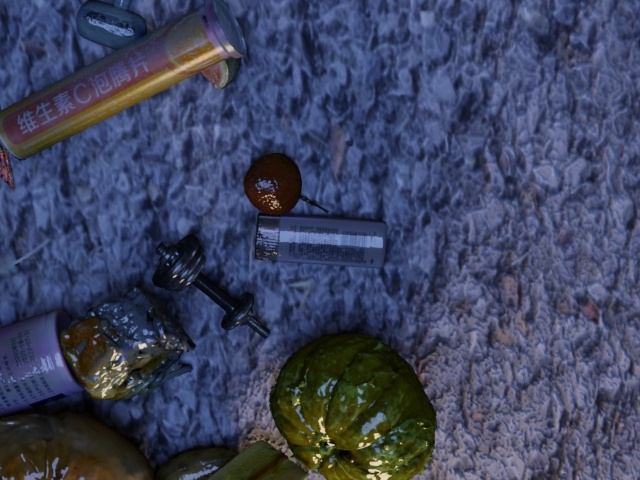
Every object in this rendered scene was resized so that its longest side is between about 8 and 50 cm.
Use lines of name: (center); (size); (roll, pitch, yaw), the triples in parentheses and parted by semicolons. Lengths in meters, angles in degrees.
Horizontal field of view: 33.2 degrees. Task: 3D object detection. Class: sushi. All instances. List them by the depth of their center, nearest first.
sushi: (-0.323, 0.180, 1.839); (0.184, 0.274, 0.139); (-37, 75, 1)

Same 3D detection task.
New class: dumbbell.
dumbbell: (-0.187, 0.091, 1.878); (0.254, 0.110, 0.110); (42, 98, -18)

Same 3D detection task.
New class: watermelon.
watermelon: (-0.165, -0.305, 1.787); (0.072, 0.084, 0.092); (7, 123, -14)

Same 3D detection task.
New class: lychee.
lychee: (-0.074, -0.089, 1.842); (0.101, 0.140, 0.114); (-31, 64, 9)

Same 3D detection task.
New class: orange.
orange: (0.068, 0.291, 1.848); (0.301, 0.223, 0.300); (36, 144, 10)

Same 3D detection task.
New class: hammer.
hammer: (-0.325, -0.412, 1.772); (0.116, 0.069, 0.193); (18, 94, -6)

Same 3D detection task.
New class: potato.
potato: (-0.215, 0.432, 1.962); (0.171, 0.080, 0.107); (-18, 94, -6)

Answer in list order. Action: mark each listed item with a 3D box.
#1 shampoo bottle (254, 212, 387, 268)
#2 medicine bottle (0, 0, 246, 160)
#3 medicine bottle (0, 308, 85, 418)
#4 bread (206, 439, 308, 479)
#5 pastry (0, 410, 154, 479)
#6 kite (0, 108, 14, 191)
shampoo bottle: (0.000, 0.000, 1.882); (0.228, 0.056, 0.086); (3, 105, -3)
medicine bottle: (-0.329, -0.255, 1.747); (0.426, 0.108, 0.108); (-25, 103, 15)
medicine bottle: (-0.548, 0.228, 1.863); (0.254, 0.152, 0.152); (-18, 103, 3)
bread: (-0.135, 0.504, 1.869); (0.264, 0.168, 0.163); (-35, 128, -24)
pastry: (-0.480, 0.464, 1.868); (0.410, 0.245, 0.409); (-3, 112, -9)
kite: (-0.583, -0.195, 1.835); (0.222, 0.008, 0.125); (35, 99, -10)
